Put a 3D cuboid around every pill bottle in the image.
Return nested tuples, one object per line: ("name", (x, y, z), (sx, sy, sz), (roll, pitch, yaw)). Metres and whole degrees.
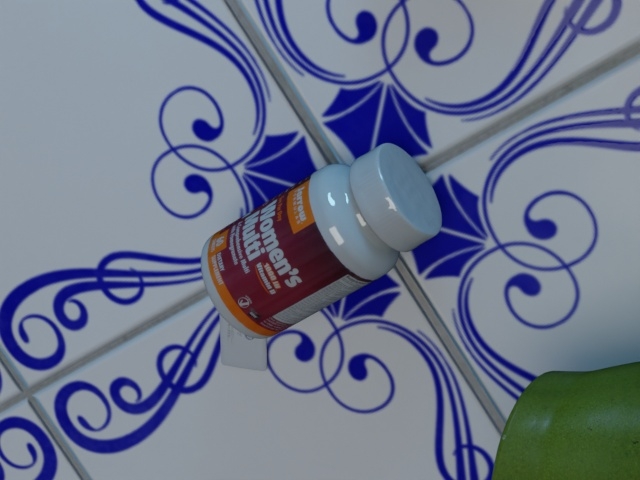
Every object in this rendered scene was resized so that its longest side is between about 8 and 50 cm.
("pill bottle", (0.000, 0.000, 1.277), (0.221, 0.121, 0.121), (-30, 97, 28))

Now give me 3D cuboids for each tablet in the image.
("tablet", (-0.084, 0.100, 1.412), (0.054, 0.006, 0.083), (7, 112, 18))

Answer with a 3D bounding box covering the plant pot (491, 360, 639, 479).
("plant pot", (0.349, 0.247, 1.136), (0.353, 0.366, 0.366), (1, 111, 33))
